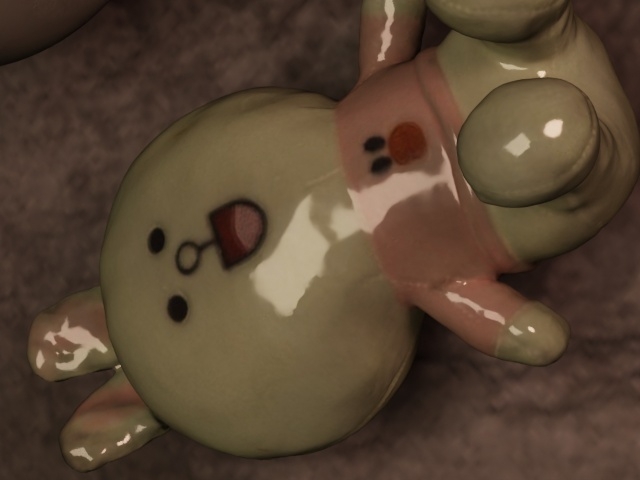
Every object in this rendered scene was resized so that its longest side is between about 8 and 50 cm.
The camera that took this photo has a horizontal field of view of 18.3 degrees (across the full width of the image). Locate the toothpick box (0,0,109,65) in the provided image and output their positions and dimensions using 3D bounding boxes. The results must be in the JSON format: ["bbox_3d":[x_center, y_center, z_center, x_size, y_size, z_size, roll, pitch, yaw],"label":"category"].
[{"bbox_3d":[-0.179,-0.190,0.758,0.316,0.229,0.229,20,104,25],"label":"toothpick box"}]

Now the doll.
[{"bbox_3d":[0.010,-0.002,0.718,0.275,0.113,0.155,-37,68,34],"label":"doll"}]
